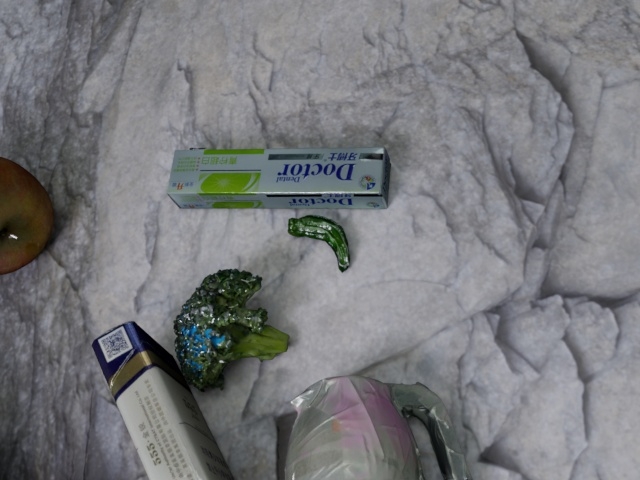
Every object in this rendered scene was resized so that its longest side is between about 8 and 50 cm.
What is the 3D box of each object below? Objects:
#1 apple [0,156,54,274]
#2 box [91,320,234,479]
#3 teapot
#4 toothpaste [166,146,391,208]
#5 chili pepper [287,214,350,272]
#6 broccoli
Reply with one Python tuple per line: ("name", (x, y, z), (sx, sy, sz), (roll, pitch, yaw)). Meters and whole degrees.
("apple", (-0.519, -0.042, 1.275), (0.174, 0.188, 0.188), (35, 78, 30))
("box", (-0.196, 0.242, 1.070), (0.071, 0.168, 0.259), (-32, 61, -4))
("teapot", (0.064, 0.249, 1.006), (0.221, 0.163, 0.178), (-10, 56, 10))
("toothpaste", (-0.064, -0.095, 1.254), (0.336, 0.067, 0.081), (1, 69, 15))
("chili pepper", (0.006, -0.005, 1.214), (0.118, 0.035, 0.055), (36, 90, 16))
("broccoli", (-0.125, 0.130, 1.139), (0.160, 0.154, 0.167), (21, 66, -20))
